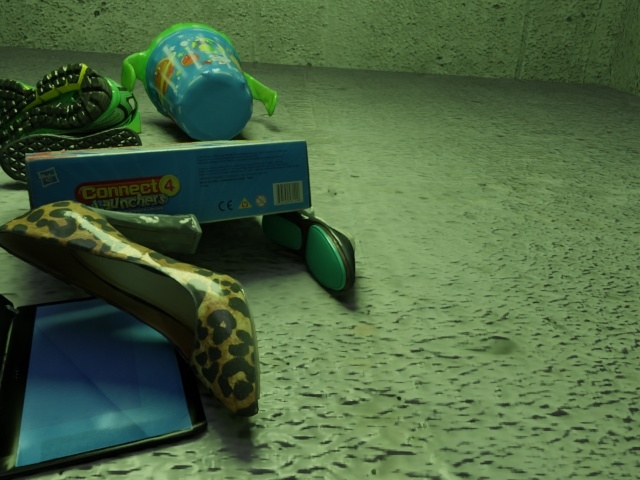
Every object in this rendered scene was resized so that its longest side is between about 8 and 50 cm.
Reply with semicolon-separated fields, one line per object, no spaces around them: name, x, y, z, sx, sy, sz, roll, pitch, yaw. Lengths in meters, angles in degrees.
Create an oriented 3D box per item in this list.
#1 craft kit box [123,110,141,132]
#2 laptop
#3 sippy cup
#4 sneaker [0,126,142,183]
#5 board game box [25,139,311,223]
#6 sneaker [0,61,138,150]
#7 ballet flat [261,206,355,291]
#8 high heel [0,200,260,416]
craft kit box;-0.565;-0.288;1.241;0.249;0.061;0.246;-12;32;-30
laptop;-0.245;0.055;0.448;0.136;0.264;0.234;-38;33;-3
sippy cup;-0.258;-0.332;1.209;0.305;0.240;0.224;-28;44;-8
sneaker;-0.422;-0.139;0.942;0.234;0.084;0.097;-14;6;-36
board game box;-0.216;-0.081;0.723;0.308;0.086;0.302;-9;14;-27
sneaker;-0.492;-0.220;1.010;0.343;0.134;0.146;-3;-5;22
ballet flat;0.000;0.000;0.691;0.074;0.074;0.203;-12;27;-31
high heel;-0.166;0.057;0.464;0.186;0.093;0.261;0;36;-34
